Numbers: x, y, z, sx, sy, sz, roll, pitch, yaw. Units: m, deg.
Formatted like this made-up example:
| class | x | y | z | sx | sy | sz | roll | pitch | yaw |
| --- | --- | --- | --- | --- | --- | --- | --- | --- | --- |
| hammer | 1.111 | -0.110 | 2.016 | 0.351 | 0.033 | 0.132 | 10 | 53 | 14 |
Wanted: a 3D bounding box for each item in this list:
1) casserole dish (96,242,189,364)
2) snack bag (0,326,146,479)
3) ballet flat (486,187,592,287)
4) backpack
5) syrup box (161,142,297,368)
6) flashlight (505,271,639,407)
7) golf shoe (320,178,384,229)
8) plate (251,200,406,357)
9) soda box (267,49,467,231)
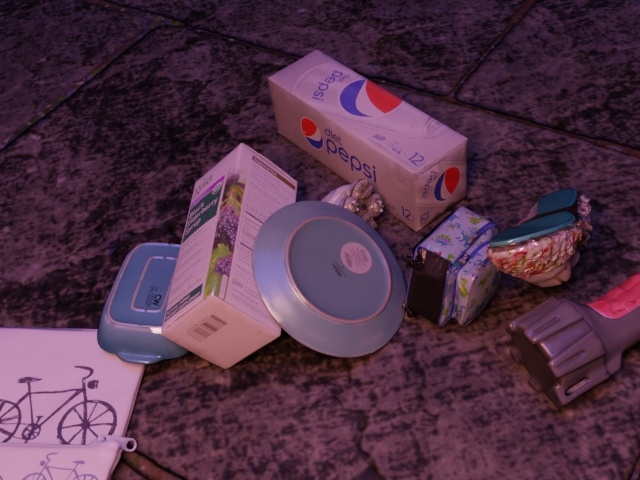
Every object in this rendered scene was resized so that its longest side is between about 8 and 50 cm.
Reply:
| class | x | y | z | sx | sy | sz | roll | pitch | yaw |
| --- | --- | --- | --- | --- | --- | --- | --- | --- | --- |
| casserole dish | -0.185 | 0.060 | 1.021 | 0.114 | 0.037 | 0.188 | 4 | 40 | 4 |
| snack bag | -0.350 | 0.211 | 0.920 | 0.322 | 0.037 | 0.343 | 1 | 46 | 10 |
| ballet flat | 0.241 | 0.004 | 0.937 | 0.091 | 0.077 | 0.241 | -12 | 9 | 32 |
| backpack | 0.152 | 0.029 | 0.970 | 0.084 | 0.105 | 0.114 | 27 | 52 | 24 |
| syrup box | -0.096 | 0.012 | 1.007 | 0.093 | 0.096 | 0.237 | -35 | 35 | 34 |
| flashlight | 0.330 | 0.045 | 0.929 | 0.304 | 0.103 | 0.103 | -27 | 24 | -15 |
| golf shoe | 0.000 | 0.000 | 1.066 | 0.086 | 0.069 | 0.176 | 1 | 41 | 49 |
| plate | 0.016 | 0.034 | 0.970 | 0.188 | 0.024 | 0.188 | 14 | 56 | -22 |
| soda box | 0.056 | -0.135 | 1.150 | 0.091 | 0.098 | 0.286 | -34 | 49 | -22 |
